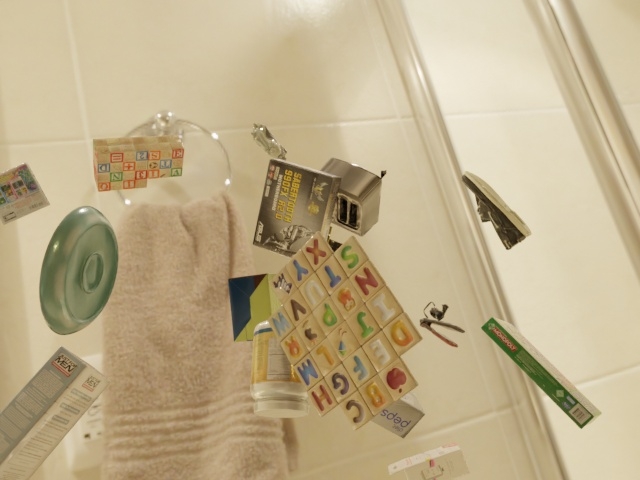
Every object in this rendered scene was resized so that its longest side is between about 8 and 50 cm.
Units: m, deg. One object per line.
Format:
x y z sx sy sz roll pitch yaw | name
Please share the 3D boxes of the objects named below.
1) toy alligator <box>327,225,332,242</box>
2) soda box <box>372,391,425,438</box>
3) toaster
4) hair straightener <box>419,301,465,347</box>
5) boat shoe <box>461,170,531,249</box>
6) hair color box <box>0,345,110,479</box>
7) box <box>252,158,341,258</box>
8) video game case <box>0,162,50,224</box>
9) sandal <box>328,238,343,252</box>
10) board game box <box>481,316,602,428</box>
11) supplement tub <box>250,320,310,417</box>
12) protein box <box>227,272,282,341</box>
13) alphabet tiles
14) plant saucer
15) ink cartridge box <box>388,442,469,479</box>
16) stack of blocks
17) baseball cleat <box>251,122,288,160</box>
0.000 0.000 1.874 0.056 0.051 0.189 17 -52 5 | toy alligator
0.131 0.403 1.448 0.098 0.286 0.091 -53 18 12 | soda box
0.070 -0.117 1.445 0.110 0.168 0.185 -49 -26 -35 | toaster
0.320 0.210 1.448 0.047 0.089 0.230 27 0 -8 | hair straightener
0.427 -0.081 1.394 0.079 0.233 0.084 -47 -23 29 | boat shoe
-0.814 0.513 1.607 0.374 0.114 0.185 -52 -20 -22 | hair color box
-0.062 -0.072 1.385 0.183 0.230 0.056 20 16 22 | box
-0.929 -0.142 1.676 0.157 0.143 0.019 -23 11 3 | video game case
0.057 0.051 2.037 0.219 0.090 0.060 25 -14 -2 | sandal
0.564 0.331 1.403 0.046 0.317 0.213 -49 -32 13 | board game box
-0.085 0.292 1.253 0.144 0.199 0.144 0 -26 0 | supplement tub
-0.183 0.210 1.755 0.136 0.199 0.201 -8 -6 16 | protein box
0.031 0.167 1.043 0.011 0.342 0.285 -2 -36 -52 | alphabet tiles
-0.569 0.075 1.338 0.044 0.317 0.317 9 -15 4 | plant saucer
0.285 0.611 1.470 0.198 0.067 0.115 -19 -13 1 | ink cartridge box
-0.651 -0.278 1.973 0.297 0.087 0.171 -9 -40 -27 | stack of blocks
-0.191 -0.365 2.093 0.072 0.205 0.109 -43 -40 17 | baseball cleat
